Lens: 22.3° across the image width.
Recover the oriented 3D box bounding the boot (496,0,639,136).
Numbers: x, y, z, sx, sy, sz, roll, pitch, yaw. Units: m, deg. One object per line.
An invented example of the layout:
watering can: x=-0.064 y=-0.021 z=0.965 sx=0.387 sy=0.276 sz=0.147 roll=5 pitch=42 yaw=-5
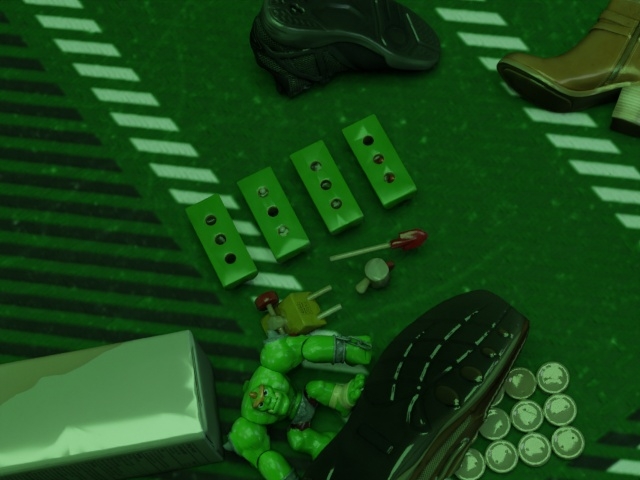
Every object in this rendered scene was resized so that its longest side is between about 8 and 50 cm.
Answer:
boot: x=0.313 y=-0.218 z=1.875 sx=0.197 sy=0.073 sz=0.152 roll=21 pitch=76 yaw=0

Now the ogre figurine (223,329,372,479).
ogre figurine: x=-0.029 y=0.184 z=1.764 sx=0.118 sy=0.097 sz=0.197 roll=21 pitch=108 yaw=-4

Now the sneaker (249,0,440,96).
sneaker: x=0.021 y=-0.226 z=1.907 sx=0.228 sy=0.130 sz=0.087 roll=4 pitch=65 yaw=-22

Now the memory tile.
memory tile: x=0.208 y=0.197 z=1.777 sx=0.148 sy=0.012 sz=0.113 roll=-13 pitch=71 yaw=2

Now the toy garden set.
toy garden set: x=0.000 y=0.000 z=1.848 sx=0.244 sy=0.049 sz=0.203 roll=-27 pitch=69 yaw=-4

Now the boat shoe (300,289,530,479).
boat shoe: x=0.103 y=0.197 z=1.728 sx=0.324 sy=0.120 sz=0.122 roll=-49 pitch=52 yaw=-1

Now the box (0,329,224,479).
box: x=-0.270 y=0.197 z=1.759 sx=0.311 sy=0.148 sz=0.121 roll=-10 pitch=70 yaw=1
